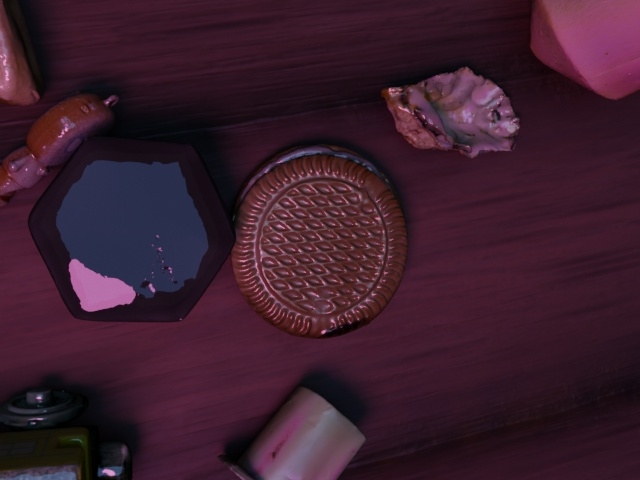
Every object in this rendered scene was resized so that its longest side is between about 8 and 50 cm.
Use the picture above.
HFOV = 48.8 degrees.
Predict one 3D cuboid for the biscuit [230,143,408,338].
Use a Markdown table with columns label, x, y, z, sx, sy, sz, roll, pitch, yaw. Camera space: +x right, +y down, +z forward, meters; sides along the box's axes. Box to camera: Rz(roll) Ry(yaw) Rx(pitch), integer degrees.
| label | x | y | z | sx | sy | sz | roll | pitch | yaw |
| --- | --- | --- | --- | --- | --- | --- | --- | --- | --- |
| biscuit | 0.000 | 0.000 | 0.929 | 0.259 | 0.079 | 0.258 | -1 | 92 | -15 |

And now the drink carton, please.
| label | x | y | z | sx | sy | sz | roll | pitch | yaw |
| --- | --- | --- | --- | --- | --- | --- | --- | --- | --- |
| drink carton | -0.029 | 0.273 | 0.908 | 0.144 | 0.146 | 0.142 | 43 | 74 | -12 |

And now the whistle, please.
| label | x | y | z | sx | sy | sz | roll | pitch | yaw |
| --- | --- | --- | --- | --- | --- | --- | --- | --- | --- |
| whistle | -0.330 | -0.108 | 0.839 | 0.220 | 0.107 | 0.057 | -38 | 93 | 5 |

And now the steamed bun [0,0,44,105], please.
| label | x | y | z | sx | sy | sz | roll | pitch | yaw |
| --- | --- | --- | --- | --- | --- | --- | --- | --- | --- |
| steamed bun | -0.412 | -0.220 | 0.790 | 0.156 | 0.141 | 0.172 | -17 | 100 | -9 |

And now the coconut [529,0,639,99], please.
| label | x | y | z | sx | sy | sz | roll | pitch | yaw |
| --- | --- | --- | --- | --- | --- | --- | --- | --- | --- |
| coconut | 0.400 | -0.313 | 0.944 | 0.233 | 0.245 | 0.233 | 19 | 64 | -43 |

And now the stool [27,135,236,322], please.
| label | x | y | z | sx | sy | sz | roll | pitch | yaw |
| --- | --- | --- | --- | --- | --- | --- | --- | --- | --- |
| stool | -0.220 | -0.013 | 0.842 | 0.232 | 0.141 | 0.232 | 0 | 92 | -13 |

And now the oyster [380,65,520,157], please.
| label | x | y | z | sx | sy | sz | roll | pitch | yaw |
| --- | --- | --- | --- | --- | --- | --- | --- | --- | --- |
| oyster | 0.187 | -0.168 | 0.982 | 0.209 | 0.072 | 0.132 | -19 | 90 | -32 |

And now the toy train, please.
| label | x | y | z | sx | sy | sz | roll | pitch | yaw |
| --- | --- | --- | --- | --- | --- | --- | --- | --- | --- |
| toy train | -0.426 | 0.276 | 0.735 | 0.443 | 0.272 | 0.179 | -2 | 95 | -14 |
